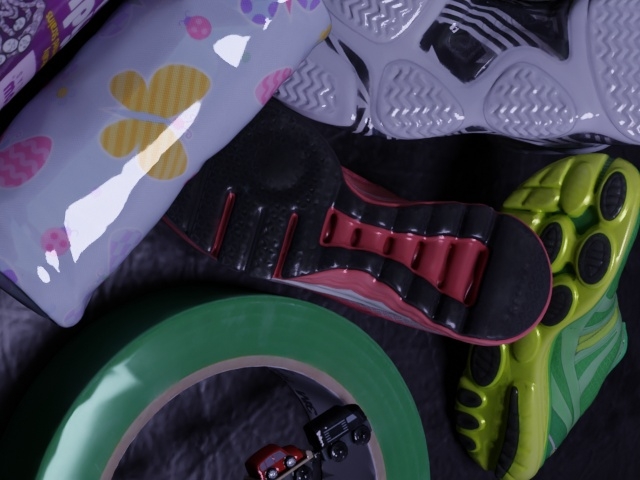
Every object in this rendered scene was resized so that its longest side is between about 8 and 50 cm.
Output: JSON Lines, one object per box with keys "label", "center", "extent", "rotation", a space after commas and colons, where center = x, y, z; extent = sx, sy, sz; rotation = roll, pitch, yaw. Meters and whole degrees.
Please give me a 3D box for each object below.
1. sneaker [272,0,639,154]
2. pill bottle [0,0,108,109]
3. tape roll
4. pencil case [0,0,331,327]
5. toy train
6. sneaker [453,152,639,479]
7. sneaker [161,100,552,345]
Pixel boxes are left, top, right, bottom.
{"label": "sneaker", "center": [0.106, -0.132, 0.941], "extent": [0.365, 0.210, 0.137], "rotation": [6, 90, 0]}
{"label": "pill bottle", "center": [-0.210, -0.158, 0.694], "extent": [0.301, 0.169, 0.169], "rotation": [-50, 119, -20]}
{"label": "tape roll", "center": [-0.070, 0.192, 0.880], "extent": [0.321, 0.077, 0.321], "rotation": [-4, 97, -35]}
{"label": "pencil case", "center": [-0.114, -0.075, 0.771], "extent": [0.113, 0.124, 0.273], "rotation": [44, 81, -19]}
{"label": "toy train", "center": [-0.031, 0.154, 0.841], "extent": [0.158, 0.027, 0.036], "rotation": [-30, 107, -29]}
{"label": "sneaker", "center": [0.184, 0.054, 0.999], "extent": [0.123, 0.109, 0.295], "rotation": [-25, 138, -45]}
{"label": "sneaker", "center": [0.000, 0.001, 0.894], "extent": [0.314, 0.136, 0.116], "rotation": [24, 75, -9]}
